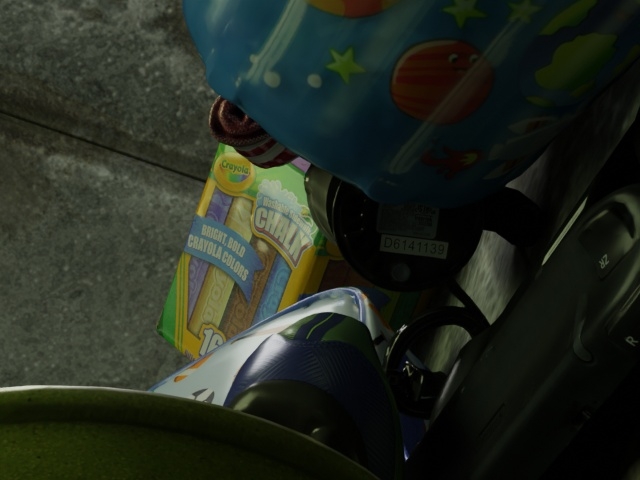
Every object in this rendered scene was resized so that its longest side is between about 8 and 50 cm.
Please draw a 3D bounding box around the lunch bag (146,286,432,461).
[{"bbox_3d":[-0.035,0.165,1.128,0.243,0.115,0.303,-29,24,17],"label":"lunch bag"}]

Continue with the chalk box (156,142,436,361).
[{"bbox_3d":[0.000,0.000,1.341,0.132,0.132,0.213,37,114,42],"label":"chalk box"}]

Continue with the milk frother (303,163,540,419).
[{"bbox_3d":[0.047,0.014,1.111,0.135,0.129,0.143,-128,62,-80],"label":"milk frother"}]

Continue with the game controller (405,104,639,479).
[{"bbox_3d":[0.110,0.044,0.859,0.166,0.067,0.319,-58,-2,-36],"label":"game controller"}]

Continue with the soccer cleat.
[{"bbox_3d":[0.004,0.169,0.923,0.121,0.093,0.289,-58,-29,-57],"label":"soccer cleat"}]

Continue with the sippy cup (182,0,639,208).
[{"bbox_3d":[0.062,-0.142,0.789,0.224,0.305,0.240,-56,24,29],"label":"sippy cup"}]

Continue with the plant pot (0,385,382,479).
[{"bbox_3d":[-0.095,0.304,0.695,0.353,0.366,0.366,-99,26,-52],"label":"plant pot"}]

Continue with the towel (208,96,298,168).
[{"bbox_3d":[0.053,-0.112,1.095,0.237,0.037,0.329,-33,-2,2],"label":"towel"}]
